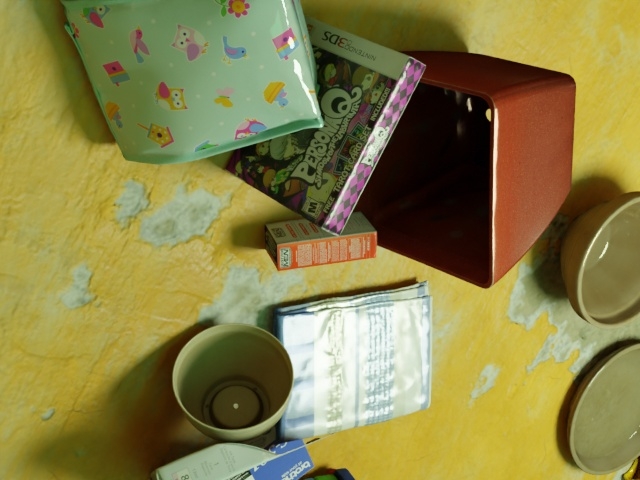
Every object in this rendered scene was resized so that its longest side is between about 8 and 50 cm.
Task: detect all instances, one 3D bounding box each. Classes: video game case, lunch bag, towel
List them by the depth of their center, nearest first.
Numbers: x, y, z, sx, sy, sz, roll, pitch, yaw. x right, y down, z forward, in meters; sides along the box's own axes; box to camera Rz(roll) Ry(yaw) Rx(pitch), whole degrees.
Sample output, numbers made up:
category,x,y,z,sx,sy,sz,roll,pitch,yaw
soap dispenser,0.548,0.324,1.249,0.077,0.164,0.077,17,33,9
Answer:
category,x,y,z,sx,sy,sz,roll,pitch,yaw
lunch bag,-0.146,-0.218,1.297,0.262,0.160,0.223,-12,123,7
video game case,0.000,-0.149,1.399,0.042,0.210,0.232,22,97,-46
towel,0.052,0.178,1.674,0.285,0.034,0.209,-8,102,-32

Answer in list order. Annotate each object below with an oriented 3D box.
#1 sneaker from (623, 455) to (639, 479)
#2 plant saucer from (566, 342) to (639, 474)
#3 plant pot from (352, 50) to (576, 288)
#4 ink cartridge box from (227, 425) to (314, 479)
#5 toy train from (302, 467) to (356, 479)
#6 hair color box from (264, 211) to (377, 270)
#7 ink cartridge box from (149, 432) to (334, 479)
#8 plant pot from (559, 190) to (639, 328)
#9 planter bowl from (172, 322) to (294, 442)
category,x,y,z,sx,sy,sz,roll,pitch,yaw
sneaker,0.670,0.419,2.224,0.067,0.064,0.175,34,86,-30
plant saucer,0.561,0.312,2.112,0.278,0.041,0.277,-15,119,-30
plant pot,0.206,-0.131,1.539,0.236,0.267,0.267,-26,124,-36
ink cartridge box,-0.115,0.353,1.652,0.207,0.046,0.097,-34,127,-19
toy train,-0.018,0.482,1.749,0.144,0.105,0.247,-2,112,-23
hair color box,0.000,0.000,1.535,0.141,0.072,0.043,-7,117,-15
ink cartridge box,-0.113,0.291,1.520,0.232,0.189,0.066,-25,82,-16
plant pot,0.483,0.020,1.880,0.237,0.110,0.237,-14,118,-29
planter bowl,-0.116,0.209,1.529,0.162,0.162,0.109,-31,151,-20
